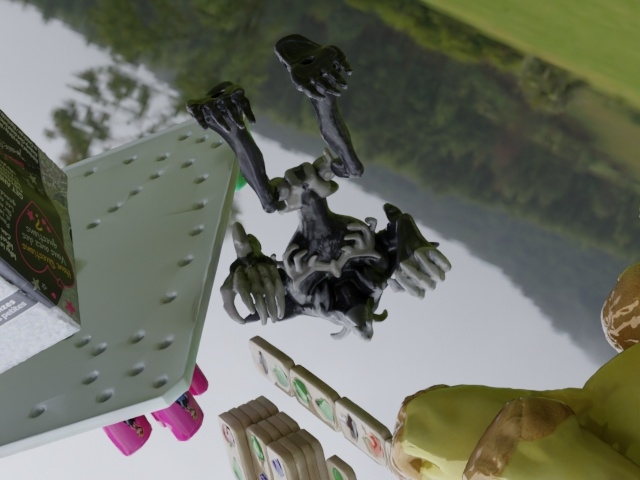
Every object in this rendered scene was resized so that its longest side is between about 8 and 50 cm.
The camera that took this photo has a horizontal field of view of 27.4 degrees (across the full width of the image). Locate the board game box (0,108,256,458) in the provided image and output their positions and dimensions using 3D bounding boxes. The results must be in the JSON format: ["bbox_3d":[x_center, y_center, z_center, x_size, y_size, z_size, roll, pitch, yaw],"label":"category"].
[{"bbox_3d":[-0.240,0.062,1.040,0.390,0.390,0.050,-83,-31,-56],"label":"board game box"}]

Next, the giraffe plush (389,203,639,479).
[{"bbox_3d":[0.161,0.069,0.596,0.210,0.170,0.181,14,165,47],"label":"giraffe plush"}]

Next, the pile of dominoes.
[{"bbox_3d":[0.011,0.187,0.869,0.040,0.196,0.251,-23,-153,-23],"label":"pile of dominoes"}]

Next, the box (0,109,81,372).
[{"bbox_3d":[-0.287,0.021,0.767,0.163,0.247,0.142,50,-162,-44],"label":"box"}]

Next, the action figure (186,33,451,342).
[{"bbox_3d":[0.000,0.000,0.938,0.141,0.164,0.276,-104,-7,-50],"label":"action figure"}]
